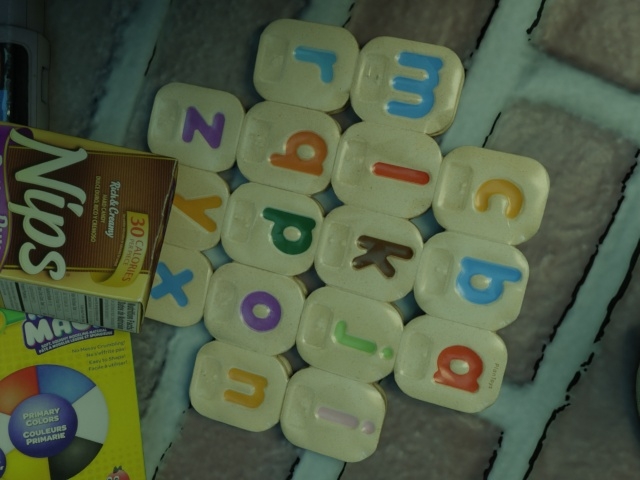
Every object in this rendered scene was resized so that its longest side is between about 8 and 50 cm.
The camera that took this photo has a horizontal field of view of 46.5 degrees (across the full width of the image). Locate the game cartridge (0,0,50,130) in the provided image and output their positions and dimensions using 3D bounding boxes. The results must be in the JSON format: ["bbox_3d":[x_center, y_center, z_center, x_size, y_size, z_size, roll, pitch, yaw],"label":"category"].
[{"bbox_3d":[-0.316,-0.034,0.557,0.230,0.068,0.355,3,94,16],"label":"game cartridge"}]

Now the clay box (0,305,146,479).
[{"bbox_3d":[-0.190,0.106,0.502,0.127,0.053,0.222,-8,100,-20],"label":"clay box"}]

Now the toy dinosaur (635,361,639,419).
[{"bbox_3d":[0.234,0.192,0.454,0.118,0.064,0.268,-33,86,-3],"label":"toy dinosaur"}]

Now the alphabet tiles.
[{"bbox_3d":[0.000,0.000,0.510,0.278,0.021,0.284,14,95,13],"label":"alphabet tiles"}]

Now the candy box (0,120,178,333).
[{"bbox_3d":[-0.191,-0.016,0.464,0.186,0.053,0.109,12,58,-10],"label":"candy box"}]
